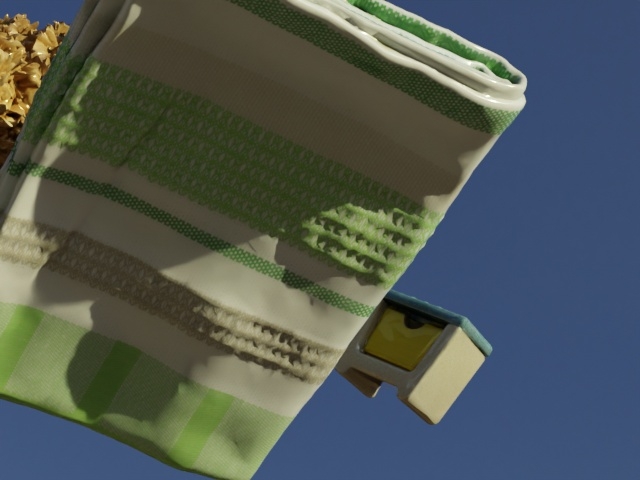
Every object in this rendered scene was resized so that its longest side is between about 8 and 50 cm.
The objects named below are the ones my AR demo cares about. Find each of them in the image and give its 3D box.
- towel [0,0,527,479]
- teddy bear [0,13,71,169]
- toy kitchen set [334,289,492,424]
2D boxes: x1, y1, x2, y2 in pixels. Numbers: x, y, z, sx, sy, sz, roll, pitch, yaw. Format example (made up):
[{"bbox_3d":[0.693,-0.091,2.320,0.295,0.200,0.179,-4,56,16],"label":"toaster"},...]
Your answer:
[{"bbox_3d":[-0.030,-0.003,0.439,0.113,0.023,0.152,24,-63,-19],"label":"towel"},{"bbox_3d":[-0.210,-0.061,0.904,0.338,0.113,0.245,10,-23,-19],"label":"teddy bear"},{"bbox_3d":[0.000,0.000,1.047,0.166,0.122,0.207,20,-17,44],"label":"toy kitchen set"}]
